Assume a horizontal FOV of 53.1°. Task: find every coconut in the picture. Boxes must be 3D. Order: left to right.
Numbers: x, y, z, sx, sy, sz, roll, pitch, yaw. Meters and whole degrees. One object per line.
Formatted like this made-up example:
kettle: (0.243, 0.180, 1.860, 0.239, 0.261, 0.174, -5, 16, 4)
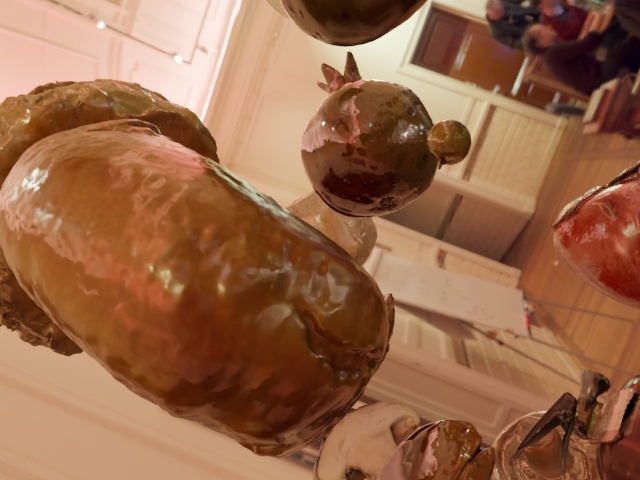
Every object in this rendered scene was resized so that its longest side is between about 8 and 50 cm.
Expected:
coconut: (0.000, 0.000, 1.667, 0.297, 0.255, 0.297, -31, 5, 3)

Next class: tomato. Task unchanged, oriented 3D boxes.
tomato: (0.572, 0.022, 1.151, 0.170, 0.309, 0.309, -31, -36, -53)

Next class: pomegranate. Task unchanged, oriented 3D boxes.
pomegranate: (0.036, -0.308, 0.644, 0.179, 0.179, 0.211, -59, -38, -58)
pomegranate: (0.103, -0.201, 1.271, 0.291, 0.290, 0.324, 103, 173, -51)

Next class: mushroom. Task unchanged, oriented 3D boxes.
mushroom: (0.086, 0.458, 1.347, 0.285, 0.156, 0.151, -25, -34, -36)
mushroom: (0.353, 0.340, 0.982, 0.215, 0.207, 0.207, 60, -138, -37)

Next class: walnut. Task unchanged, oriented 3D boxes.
walnut: (0.134, 0.322, 0.796, 0.245, 0.137, 0.137, -50, -17, -38)

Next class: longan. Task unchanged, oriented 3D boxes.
longan: (0.194, -0.145, 0.980, 0.075, 0.075, 0.083, 81, -152, -78)

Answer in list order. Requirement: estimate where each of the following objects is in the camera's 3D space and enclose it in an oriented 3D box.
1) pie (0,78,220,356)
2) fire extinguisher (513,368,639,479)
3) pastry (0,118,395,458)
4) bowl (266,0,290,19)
pie: (-0.245, -0.026, 0.734, 0.339, 0.083, 0.340, -20, -61, -41)
fire extinguisher: (0.277, 0.162, 0.431, 0.104, 0.268, 0.105, -31, -50, -47)
pastry: (-0.087, 0.026, 0.523, 0.164, 0.356, 0.356, -51, -6, 1)
bowl: (-0.029, -0.508, 1.184, 0.126, 0.237, 0.238, -2, 63, 61)
